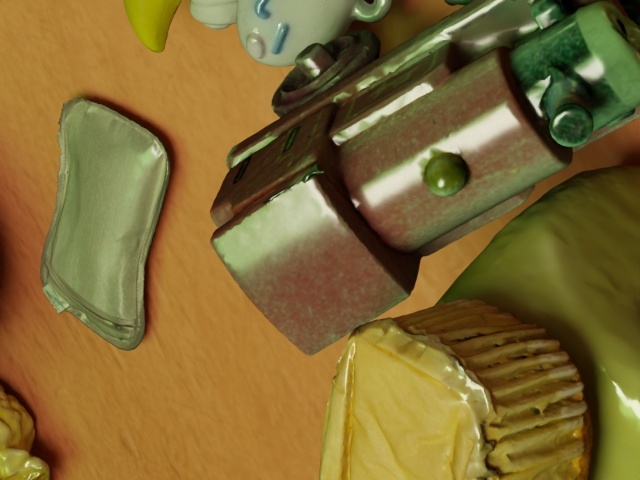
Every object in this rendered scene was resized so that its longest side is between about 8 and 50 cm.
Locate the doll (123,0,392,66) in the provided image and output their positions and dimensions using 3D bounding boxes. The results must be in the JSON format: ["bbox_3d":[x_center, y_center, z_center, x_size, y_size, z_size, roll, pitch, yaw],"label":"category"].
[{"bbox_3d":[-0.030,-0.197,1.048,0.237,0.111,0.252,19,111,11],"label":"doll"}]

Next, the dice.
[{"bbox_3d":[0.183,0.109,0.951,0.227,0.233,0.238,43,130,15],"label":"dice"}]

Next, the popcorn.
[{"bbox_3d":[-0.354,0.221,1.495,0.170,0.180,0.180,-116,30,-52],"label":"popcorn"}]

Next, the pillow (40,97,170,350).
[{"bbox_3d":[-0.192,-0.013,1.317,0.131,0.038,0.232,33,127,25],"label":"pillow"}]

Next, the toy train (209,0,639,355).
[{"bbox_3d":[0.078,-0.071,0.908,0.304,0.221,0.150,-31,110,23],"label":"toy train"}]

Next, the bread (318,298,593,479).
[{"bbox_3d":[0.073,0.126,0.817,0.132,0.114,0.190,28,117,39],"label":"bread"}]
